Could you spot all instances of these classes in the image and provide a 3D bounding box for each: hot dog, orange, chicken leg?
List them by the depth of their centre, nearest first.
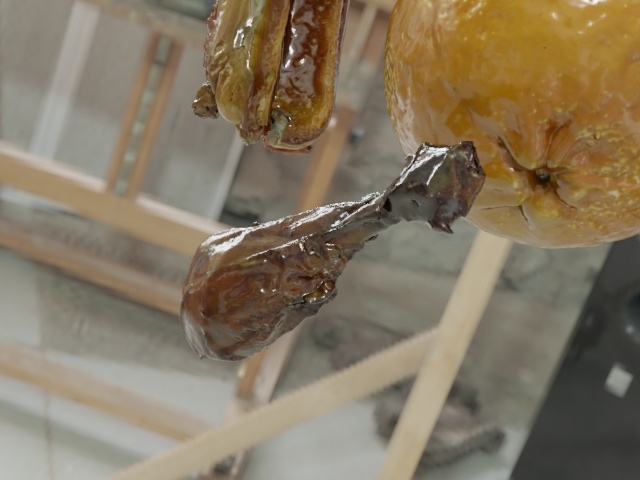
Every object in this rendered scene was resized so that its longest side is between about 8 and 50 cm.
[{"bbox_3d":[0.000,0.000,1.437,0.093,0.304,0.113,31,37,-42],"label":"chicken leg"},{"bbox_3d":[0.221,-0.150,1.601,0.341,0.340,0.293,18,44,-4],"label":"orange"},{"bbox_3d":[-0.049,-0.249,1.905,0.158,0.117,0.348,26,57,-33],"label":"hot dog"}]
